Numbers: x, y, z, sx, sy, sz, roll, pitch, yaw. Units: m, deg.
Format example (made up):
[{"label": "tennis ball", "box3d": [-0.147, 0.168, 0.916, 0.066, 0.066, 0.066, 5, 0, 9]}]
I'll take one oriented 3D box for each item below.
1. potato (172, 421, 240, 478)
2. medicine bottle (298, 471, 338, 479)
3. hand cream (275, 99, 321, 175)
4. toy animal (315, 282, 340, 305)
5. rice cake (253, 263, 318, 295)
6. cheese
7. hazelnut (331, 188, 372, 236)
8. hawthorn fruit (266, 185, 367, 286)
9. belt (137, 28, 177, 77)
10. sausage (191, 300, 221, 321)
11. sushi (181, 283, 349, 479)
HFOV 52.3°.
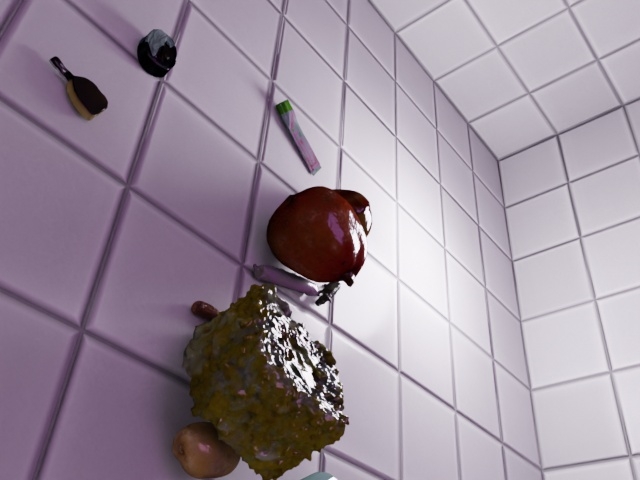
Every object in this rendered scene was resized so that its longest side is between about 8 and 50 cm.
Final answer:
[{"label": "potato", "box3d": [-0.247, 0.463, 1.438, 0.178, 0.109, 0.118, 26, 36, -46]}, {"label": "medicine bottle", "box3d": [-0.044, 0.658, 1.581, 0.225, 0.139, 0.139, 2, 68, -56]}, {"label": "hand cream", "box3d": [-0.072, -0.363, 2.299, 0.079, 0.050, 0.275, -38, 109, -32]}, {"label": "toy animal", "box3d": [0.020, 0.169, 2.063, 0.047, 0.065, 0.135, 61, 33, -7]}, {"label": "rice cake", "box3d": [-0.100, 0.118, 1.934, 0.270, 0.049, 0.055, 25, 64, -48]}, {"label": "cheese", "box3d": [-0.581, -0.366, 1.549, 0.162, 0.036, 0.086, 54, 37, -19]}, {"label": "hazelnut", "box3d": [0.068, -0.077, 2.185, 0.229, 0.229, 0.230, 34, 44, -41]}, {"label": "hawthorn fruit", "box3d": [-0.003, -0.015, 1.949, 0.311, 0.295, 0.295, 34, 41, -13]}, {"label": "belt", "box3d": [-0.456, -0.521, 1.815, 0.105, 0.058, 0.140, 27, 52, -38]}, {"label": "sausage", "box3d": [-0.263, 0.198, 1.656, 0.158, 0.042, 0.036, 42, 1, -36]}, {"label": "sushi", "box3d": [-0.130, 0.305, 1.508, 0.351, 0.240, 0.396, 46, 13, -21]}]
